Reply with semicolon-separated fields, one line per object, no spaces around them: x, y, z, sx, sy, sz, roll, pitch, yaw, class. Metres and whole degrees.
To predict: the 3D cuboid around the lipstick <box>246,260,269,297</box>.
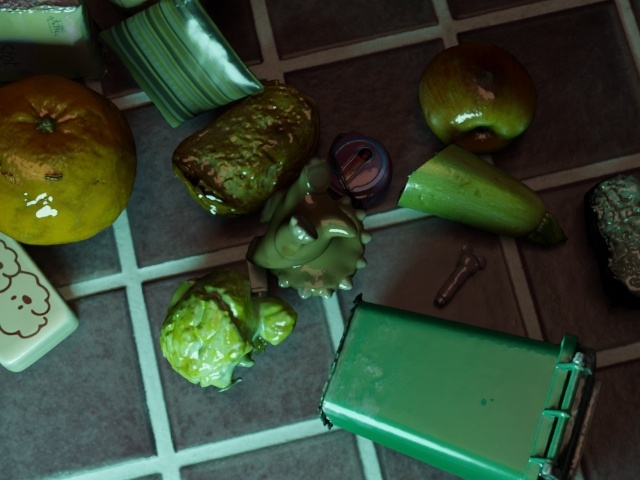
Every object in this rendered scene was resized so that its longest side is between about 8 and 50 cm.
-0.097;0.089;1.896;0.030;0.030;0.129;-9;75;-2;lipstick

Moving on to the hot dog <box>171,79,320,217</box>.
-0.116;-0.148;1.921;0.259;0.114;0.175;-39;72;-20;hot dog

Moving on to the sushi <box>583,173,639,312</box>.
0.504;-0.002;1.866;0.147;0.115;0.212;-18;77;0;sushi

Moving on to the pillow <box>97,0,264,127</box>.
-0.228;-0.293;1.891;0.212;0.208;0.052;-19;31;34;pillow

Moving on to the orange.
-0.433;-0.127;1.849;0.284;0.226;0.284;9;56;-13;orange

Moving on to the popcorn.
-0.143;0.135;1.808;0.213;0.198;0.198;-3;75;-7;popcorn

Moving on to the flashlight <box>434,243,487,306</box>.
0.223;0.060;1.899;0.052;0.031;0.110;40;82;-14;flashlight

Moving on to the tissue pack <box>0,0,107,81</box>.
-0.473;-0.356;1.907;0.215;0.256;0.123;-2;72;0;tissue pack

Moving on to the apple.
0.261;-0.243;1.927;0.195;0.160;0.173;3;53;-5;apple

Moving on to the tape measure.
0.056;-0.118;1.928;0.125;0.074;0.118;43;83;16;tape measure

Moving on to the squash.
0.279;-0.077;1.889;0.288;0.137;0.137;17;76;2;squash

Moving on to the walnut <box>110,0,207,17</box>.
-0.256;-0.483;1.936;0.273;0.273;0.227;-42;102;-9;walnut

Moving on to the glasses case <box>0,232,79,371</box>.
-0.544;0.046;1.892;0.144;0.076;0.336;-40;78;-9;glasses case

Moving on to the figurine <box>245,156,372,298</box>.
-0.001;-0.002;1.810;0.173;0.247;0.177;24;56;-15;figurine

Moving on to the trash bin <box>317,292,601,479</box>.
0.205;0.237;1.728;0.381;0.295;0.259;15;75;11;trash bin
